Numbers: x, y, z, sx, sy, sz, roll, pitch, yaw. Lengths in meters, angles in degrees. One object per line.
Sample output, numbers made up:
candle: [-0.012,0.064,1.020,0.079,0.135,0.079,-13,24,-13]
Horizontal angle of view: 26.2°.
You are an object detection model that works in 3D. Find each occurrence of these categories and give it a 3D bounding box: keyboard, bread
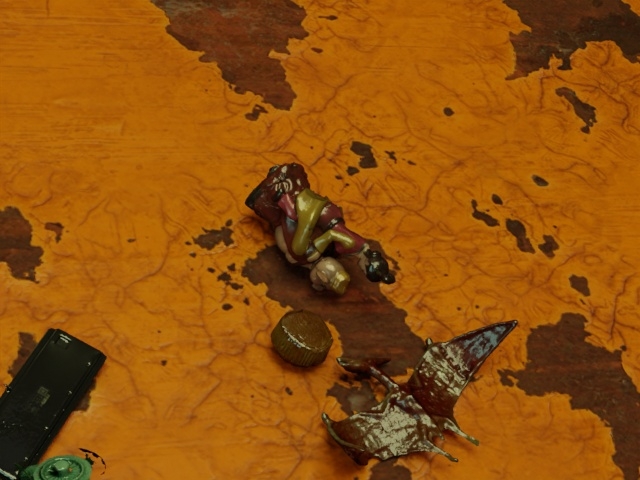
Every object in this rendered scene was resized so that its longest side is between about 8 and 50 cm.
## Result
keyboard: [-0.361,0.206,1.737,0.094,0.025,0.230,27,47,3]
bread: [-0.026,0.139,1.892,0.085,0.053,0.085,18,38,-15]

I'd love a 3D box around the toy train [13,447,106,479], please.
toy train: [-0.288,0.346,1.522,0.189,0.126,0.307,-10,30,-38]

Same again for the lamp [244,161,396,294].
lamp: [0.000,0.000,1.986,0.118,0.118,0.253,-27,66,-35]

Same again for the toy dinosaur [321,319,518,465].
toy dinosaur: [0.141,0.203,1.856,0.327,0.113,0.206,-6,53,-26]
